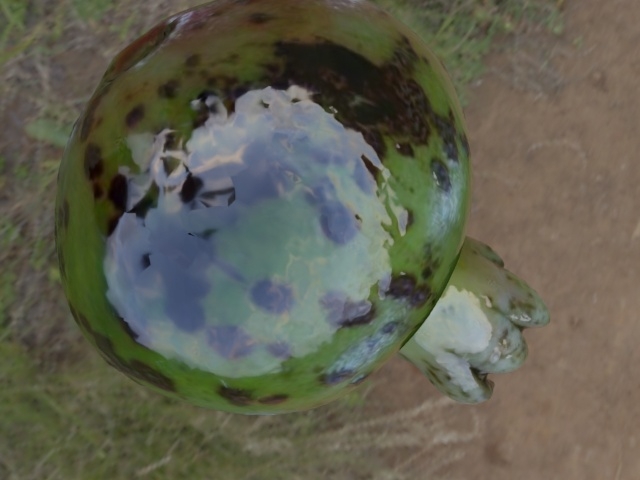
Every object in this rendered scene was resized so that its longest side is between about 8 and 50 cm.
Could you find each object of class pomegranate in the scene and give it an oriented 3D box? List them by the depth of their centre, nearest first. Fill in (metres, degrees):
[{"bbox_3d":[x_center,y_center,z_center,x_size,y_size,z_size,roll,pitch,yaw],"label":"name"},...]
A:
[{"bbox_3d":[-0.016,0.007,0.867,0.242,0.242,0.306,-9,135,22],"label":"pomegranate"}]
